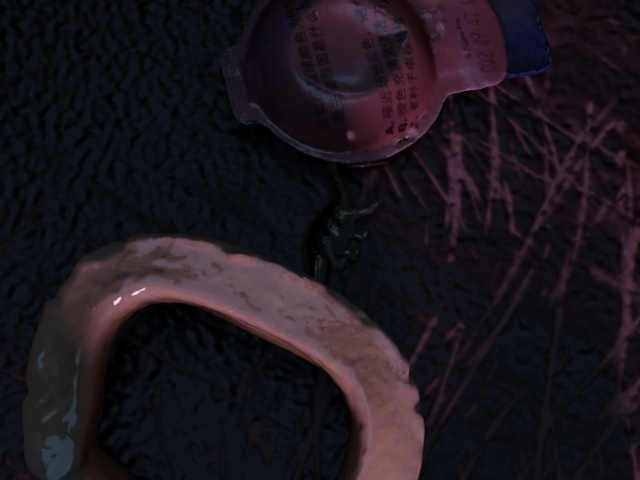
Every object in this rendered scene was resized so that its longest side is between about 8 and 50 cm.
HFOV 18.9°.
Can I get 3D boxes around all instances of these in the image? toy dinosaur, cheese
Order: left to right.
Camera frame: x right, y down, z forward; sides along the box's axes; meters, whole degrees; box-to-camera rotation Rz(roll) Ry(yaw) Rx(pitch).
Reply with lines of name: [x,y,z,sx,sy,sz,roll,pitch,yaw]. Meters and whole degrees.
cheese: [-0.087,0.150,1.534,0.332,0.153,0.292,33,88,2]
toy dinosaur: [0.014,0.001,1.633,0.058,0.037,0.180,8,73,22]
cheese: [0.056,-0.159,1.637,0.286,0.074,0.189,-15,77,-14]
